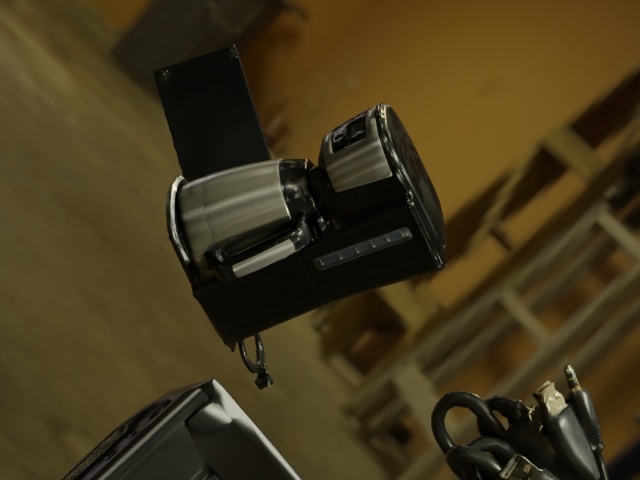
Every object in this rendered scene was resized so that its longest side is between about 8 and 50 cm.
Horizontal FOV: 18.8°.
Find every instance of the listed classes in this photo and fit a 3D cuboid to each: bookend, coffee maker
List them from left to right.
[{"bbox_3d":[-0.070,-0.056,1.603,0.157,0.072,0.156,66,6,-73],"label":"bookend"},{"bbox_3d":[0.000,0.000,1.408,0.171,0.178,0.120,58,18,-49],"label":"coffee maker"}]

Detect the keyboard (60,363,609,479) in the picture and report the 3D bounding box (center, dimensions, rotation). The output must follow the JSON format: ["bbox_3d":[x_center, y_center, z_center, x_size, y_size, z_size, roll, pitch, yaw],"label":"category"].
[{"bbox_3d":[0.051,0.167,0.537,0.317,0.201,0.033,51,-16,-9],"label":"keyboard"}]
